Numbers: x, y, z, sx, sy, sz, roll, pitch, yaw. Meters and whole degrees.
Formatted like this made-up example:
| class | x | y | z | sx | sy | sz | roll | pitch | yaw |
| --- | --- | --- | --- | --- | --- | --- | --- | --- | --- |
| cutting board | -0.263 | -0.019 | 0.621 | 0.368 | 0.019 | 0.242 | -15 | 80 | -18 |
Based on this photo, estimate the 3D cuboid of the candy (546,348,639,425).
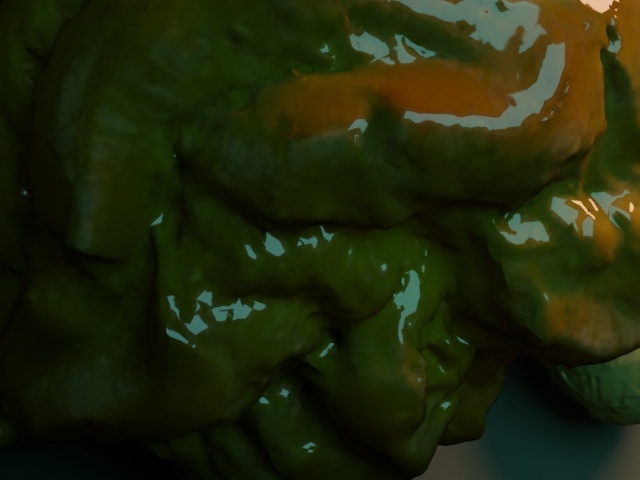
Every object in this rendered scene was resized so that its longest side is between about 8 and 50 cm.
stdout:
| class | x | y | z | sx | sy | sz | roll | pitch | yaw |
| --- | --- | --- | --- | --- | --- | --- | --- | --- | --- |
| candy | 0.165 | -0.057 | 1.051 | 0.092 | 0.093 | 0.335 | 56 | 33 | -52 |

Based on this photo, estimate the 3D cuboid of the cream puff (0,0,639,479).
| class | x | y | z | sx | sy | sz | roll | pitch | yaw |
| --- | --- | --- | --- | --- | --- | --- | --- | --- | --- |
| cream puff | 0.002 | 0.001 | 0.833 | 0.324 | 0.291 | 0.257 | 23 | 85 | -39 |
